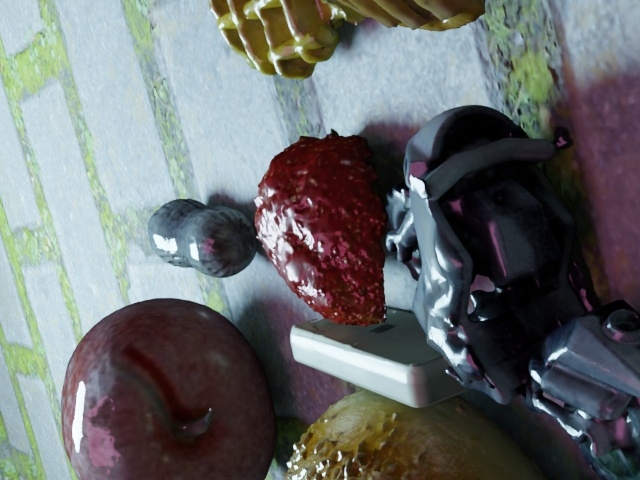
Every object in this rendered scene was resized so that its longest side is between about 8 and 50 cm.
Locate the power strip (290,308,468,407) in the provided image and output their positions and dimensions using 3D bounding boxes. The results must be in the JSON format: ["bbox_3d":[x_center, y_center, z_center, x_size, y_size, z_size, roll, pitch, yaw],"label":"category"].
[{"bbox_3d":[0.051,0.080,0.775,0.192,0.081,0.035,9,113,59],"label":"power strip"}]

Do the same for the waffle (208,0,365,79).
[{"bbox_3d":[-0.057,-0.234,0.818,0.219,0.057,0.229,0,106,60],"label":"waffle"}]

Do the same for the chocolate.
[{"bbox_3d":[-0.120,-0.003,1.040,0.167,0.072,0.072,15,118,56],"label":"chocolate"}]

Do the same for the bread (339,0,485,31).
[{"bbox_3d":[0.034,-0.248,0.563,0.274,0.149,0.274,24,119,54],"label":"bread"}]

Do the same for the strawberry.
[{"bbox_3d":[0.000,0.000,0.787,0.187,0.082,0.146,-117,24,-46],"label":"strawberry"}]

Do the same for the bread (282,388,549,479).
[{"bbox_3d":[0.073,0.249,0.753,0.305,0.159,0.305,35,133,49],"label":"bread"}]

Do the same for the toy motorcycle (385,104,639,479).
[{"bbox_3d":[0.118,0.020,0.608,0.270,0.106,0.159,47,148,44],"label":"toy motorcycle"}]

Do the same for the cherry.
[{"bbox_3d":[-0.153,0.179,1.055,0.285,0.213,0.236,-21,59,59],"label":"cherry"}]
